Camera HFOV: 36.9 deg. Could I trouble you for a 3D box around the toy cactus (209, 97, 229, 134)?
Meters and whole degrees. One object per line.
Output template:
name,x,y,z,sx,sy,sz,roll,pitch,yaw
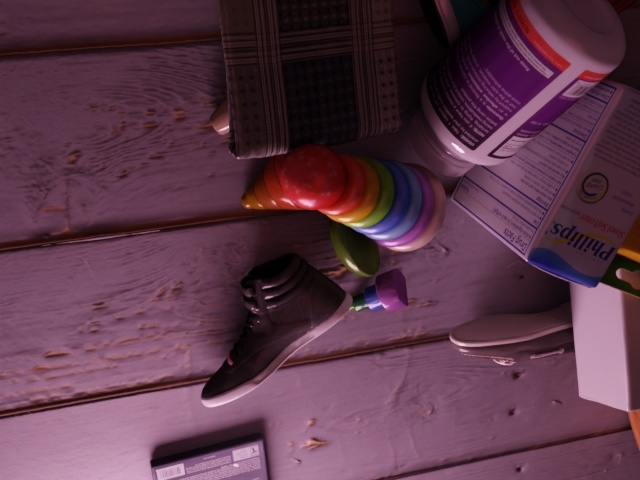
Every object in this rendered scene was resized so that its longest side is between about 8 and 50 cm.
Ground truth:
toy cactus,-0.084,-0.224,1.392,0.180,0.112,0.219,-32,123,18

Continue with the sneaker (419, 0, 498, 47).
sneaker,0.213,-0.439,1.371,0.178,0.124,0.295,-25,126,-2

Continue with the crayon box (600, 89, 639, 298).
crayon box,0.556,-0.060,1.501,0.202,0.081,0.319,19,86,-18

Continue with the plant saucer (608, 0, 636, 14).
plant saucer,0.450,-0.471,1.488,0.258,0.048,0.259,-36,118,-2

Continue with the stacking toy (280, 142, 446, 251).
stacking toy,0.056,-0.067,1.387,0.330,0.141,0.141,10,112,-58

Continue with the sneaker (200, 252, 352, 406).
sneaker,-0.106,0.133,1.532,0.295,0.104,0.147,-39,107,5

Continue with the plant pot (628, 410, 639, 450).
plant pot,0.704,0.332,1.809,0.203,0.291,0.291,-16,118,5

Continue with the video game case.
video game case,-0.183,0.478,1.690,0.196,0.026,0.274,-12,117,-14

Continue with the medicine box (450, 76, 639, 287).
medicine box,0.374,-0.118,1.489,0.149,0.263,0.289,20,105,-25

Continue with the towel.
towel,-0.017,-0.288,1.314,0.312,0.056,0.324,-15,107,-38

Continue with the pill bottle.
pill bottle,0.270,-0.233,1.394,0.181,0.181,0.323,21,138,-26

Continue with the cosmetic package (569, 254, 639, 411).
cosmetic package,0.551,0.078,1.630,0.217,0.156,0.385,-5,95,-20

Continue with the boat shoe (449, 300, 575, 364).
boat shoe,0.387,0.181,1.712,0.335,0.112,0.096,-10,111,-19

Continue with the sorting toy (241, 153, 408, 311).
sorting toy,0.000,0.000,1.522,0.126,0.127,0.365,-23,125,25
